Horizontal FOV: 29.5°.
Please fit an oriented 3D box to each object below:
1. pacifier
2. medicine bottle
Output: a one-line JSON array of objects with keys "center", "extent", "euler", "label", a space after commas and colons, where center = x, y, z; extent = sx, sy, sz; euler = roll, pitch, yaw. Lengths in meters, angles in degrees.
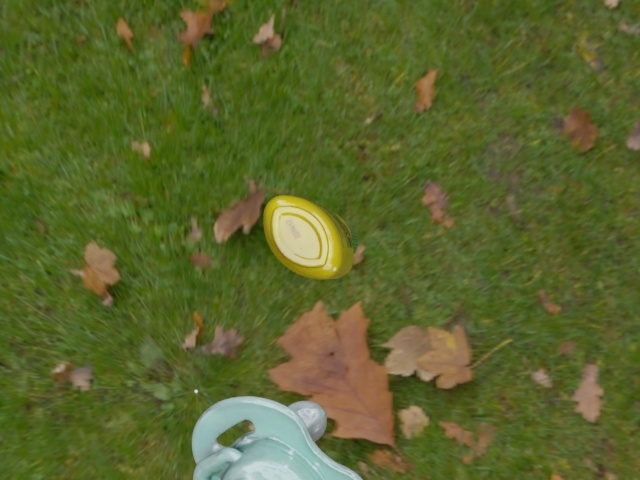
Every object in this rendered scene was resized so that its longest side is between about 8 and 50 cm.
[{"center": [-0.028, 0.169, 0.917], "extent": [0.150, 0.117, 0.127], "euler": [40, 121, -7], "label": "pacifier"}, {"center": [0.000, 0.000, 1.264], "extent": [0.064, 0.260, 0.095], "euler": [-44, 83, 5], "label": "medicine bottle"}]
